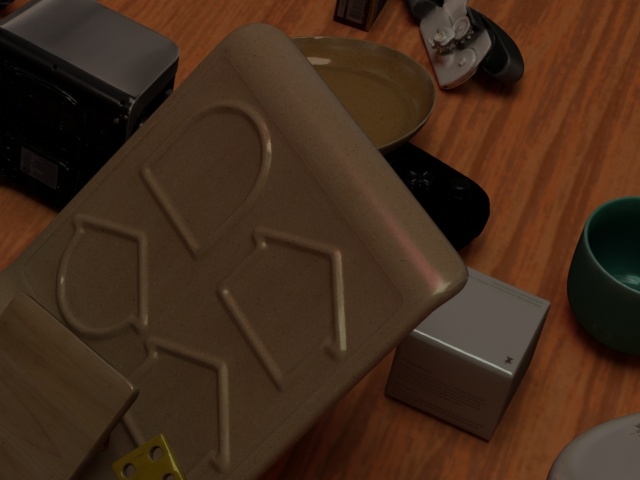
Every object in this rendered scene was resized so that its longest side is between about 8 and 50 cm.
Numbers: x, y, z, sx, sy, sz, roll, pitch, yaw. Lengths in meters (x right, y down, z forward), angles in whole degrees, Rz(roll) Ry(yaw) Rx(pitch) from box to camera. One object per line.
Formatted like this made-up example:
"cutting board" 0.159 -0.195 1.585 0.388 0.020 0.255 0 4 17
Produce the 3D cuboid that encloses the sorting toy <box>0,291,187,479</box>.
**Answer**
"sorting toy" -0.209 0.136 1.279 0.274 0.046 0.132 36 91 25

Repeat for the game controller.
"game controller" 0.000 0.000 1.486 0.319 0.067 0.166 -30 58 -35

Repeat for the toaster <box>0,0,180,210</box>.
"toaster" -0.221 -0.116 1.489 0.186 0.168 0.110 28 44 15

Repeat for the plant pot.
"plant pot" -0.006 -0.128 1.605 0.236 0.032 0.236 -1 36 1

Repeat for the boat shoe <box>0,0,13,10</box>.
"boat shoe" -0.336 -0.251 1.662 0.076 0.080 0.228 10 45 -10

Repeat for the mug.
"mug" 0.296 0.044 1.479 0.158 0.097 0.129 24 45 11

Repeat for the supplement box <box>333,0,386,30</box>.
"supplement box" 0.049 -0.270 1.771 0.043 0.055 0.083 20 45 9

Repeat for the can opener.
"can opener" 0.133 -0.259 1.780 0.093 0.074 0.280 24 35 -39

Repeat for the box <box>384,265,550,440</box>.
"box" 0.123 0.090 1.405 0.101 0.087 0.102 24 46 12

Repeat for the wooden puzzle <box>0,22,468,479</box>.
"wooden puzzle" -0.083 0.042 1.329 0.348 0.080 0.322 -42 55 10

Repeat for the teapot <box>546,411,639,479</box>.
"teapot" 0.281 0.244 1.228 0.256 0.187 0.252 3 18 28
